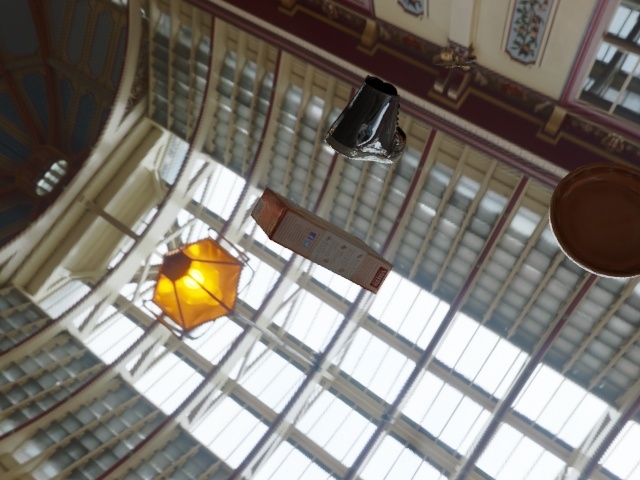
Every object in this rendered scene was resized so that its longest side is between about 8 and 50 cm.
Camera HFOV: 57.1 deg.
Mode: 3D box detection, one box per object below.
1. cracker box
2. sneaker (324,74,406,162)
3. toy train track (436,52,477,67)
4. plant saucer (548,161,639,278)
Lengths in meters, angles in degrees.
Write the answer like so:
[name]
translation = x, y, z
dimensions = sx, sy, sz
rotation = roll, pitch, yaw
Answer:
[cracker box]
translation = 0.000, 0.000, 1.058
dimensions = 0.232, 0.156, 0.067
rotation = 28, -83, -24
[sneaker]
translation = 0.106, -0.195, 0.953
dimensions = 0.083, 0.222, 0.118
rotation = 43, -62, 17
[toy train track]
translation = 0.175, -0.225, 0.728
dimensions = 0.048, 0.083, 0.014
rotation = 14, -64, 31
[plant saucer]
translation = 0.471, -0.032, 0.959
dimensions = 0.199, 0.037, 0.200
rotation = -1, -110, 3
